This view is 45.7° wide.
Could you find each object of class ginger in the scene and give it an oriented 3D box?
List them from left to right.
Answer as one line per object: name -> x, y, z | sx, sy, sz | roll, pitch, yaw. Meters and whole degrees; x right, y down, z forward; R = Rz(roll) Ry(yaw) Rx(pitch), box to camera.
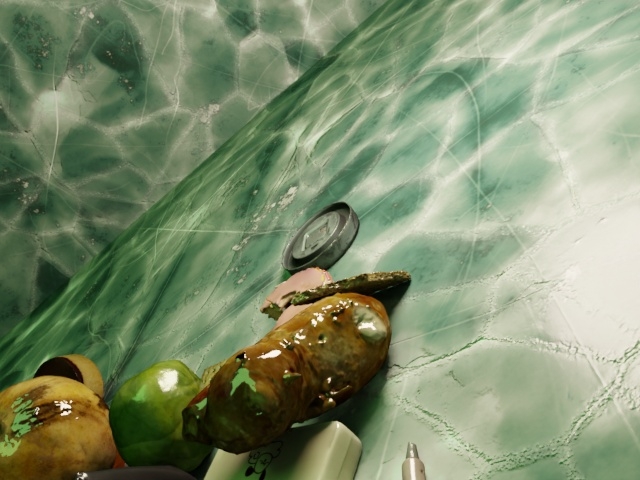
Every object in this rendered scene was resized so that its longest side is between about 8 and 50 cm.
ginger -> -0.032, 0.218, 1.278 | 0.418, 0.176, 0.254 | -26, -2, -23

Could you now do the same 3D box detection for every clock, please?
clock -> 0.000, 0.000, 1.863 | 0.226, 0.049, 0.226 | -35, 26, 20

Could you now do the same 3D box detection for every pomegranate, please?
pomegranate -> -0.588, 0.442, 1.599 | 0.322, 0.322, 0.322 | -35, 25, 19

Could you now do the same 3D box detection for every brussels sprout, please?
brussels sprout -> -0.303, 0.360, 1.534 | 0.210, 0.219, 0.271 | -33, -7, 10

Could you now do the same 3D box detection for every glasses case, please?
glasses case -> -0.074, 0.393, 1.293 | 0.312, 0.070, 0.131 | -21, 32, 41

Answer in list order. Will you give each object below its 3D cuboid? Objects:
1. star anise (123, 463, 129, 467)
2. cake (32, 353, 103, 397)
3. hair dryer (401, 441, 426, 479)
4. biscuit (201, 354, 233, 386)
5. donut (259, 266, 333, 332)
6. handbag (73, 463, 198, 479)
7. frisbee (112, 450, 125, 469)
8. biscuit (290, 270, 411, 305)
star anise -> -0.411, 0.542, 1.572 | 0.212, 0.073, 0.197 | -15, 34, 51
cake -> -0.680, 0.418, 2.118 | 0.207, 0.178, 0.185 | 31, 96, 32
hair dryer -> 0.112, 0.374, 1.054 | 0.195, 0.054, 0.220 | -40, 23, 8
biscuit -> -0.194, 0.301, 1.701 | 0.231, 0.016, 0.139 | -29, 28, 29
donut -> -0.037, 0.153, 1.617 | 0.199, 0.085, 0.233 | -37, 24, 16
handbag -> -0.360, 0.530, 1.278 | 0.152, 0.342, 0.288 | 36, 93, 26
frisbee -> -0.439, 0.470, 1.784 | 0.192, 0.035, 0.192 | -36, 24, 18
biscuit -> 0.061, 0.088, 1.455 | 0.131, 0.026, 0.236 | -27, -17, 37
